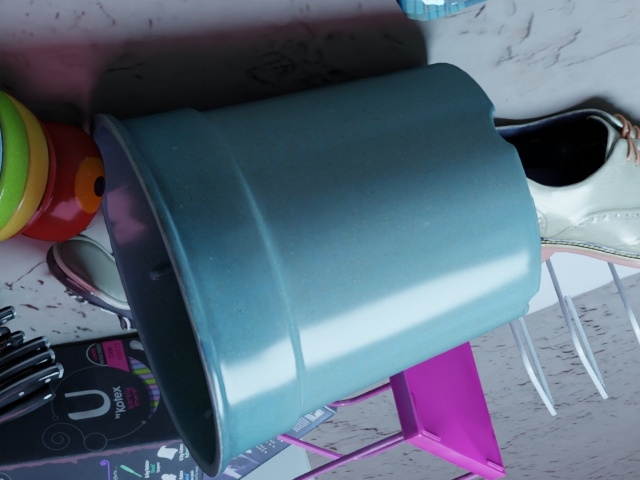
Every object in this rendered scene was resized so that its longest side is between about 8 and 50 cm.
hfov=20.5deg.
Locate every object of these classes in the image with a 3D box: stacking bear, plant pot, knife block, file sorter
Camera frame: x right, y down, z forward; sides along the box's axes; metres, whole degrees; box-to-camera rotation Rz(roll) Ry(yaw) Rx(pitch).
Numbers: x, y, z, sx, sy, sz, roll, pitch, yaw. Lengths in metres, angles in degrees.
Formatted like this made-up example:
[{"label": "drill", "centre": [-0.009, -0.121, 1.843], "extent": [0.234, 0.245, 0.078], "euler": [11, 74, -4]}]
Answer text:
[{"label": "stacking bear", "centre": [-0.293, -0.063, 1.505], "extent": [0.164, 0.175, 0.289], "euler": [1, 174, 32]}, {"label": "plant pot", "centre": [0.000, 0.000, 1.623], "extent": [0.334, 0.341, 0.341], "euler": [-19, 153, -15]}, {"label": "knife block", "centre": [-0.402, 0.190, 1.816], "extent": [0.242, 0.276, 0.088], "euler": [12, 152, 9]}, {"label": "file sorter", "centre": [0.042, 0.127, 1.881], "extent": [0.182, 0.291, 0.202], "euler": [-25, 151, 22]}, {"label": "file sorter", "centre": [0.352, 0.067, 2.058], "extent": [0.277, 0.173, 0.193], "euler": [-21, 151, 9]}]

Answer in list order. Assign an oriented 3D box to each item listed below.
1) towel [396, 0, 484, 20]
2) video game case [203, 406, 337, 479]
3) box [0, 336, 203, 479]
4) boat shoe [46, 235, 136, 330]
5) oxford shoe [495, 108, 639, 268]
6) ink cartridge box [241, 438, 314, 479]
[{"label": "towel", "centre": [0.184, -0.321, 1.412], "extent": [0.271, 0.040, 0.370], "euler": [-15, 152, -4]}, {"label": "video game case", "centre": [-0.141, 0.214, 2.125], "extent": [0.196, 0.026, 0.274], "euler": [35, 129, -22]}, {"label": "box", "centre": [-0.275, 0.221, 1.971], "extent": [0.270, 0.165, 0.143], "euler": [-8, 135, -13]}, {"label": "boat shoe", "centre": [-0.229, 0.053, 1.827], "extent": [0.065, 0.075, 0.206], "euler": [-29, 154, 16]}, {"label": "oxford shoe", "centre": [0.316, -0.062, 1.850], "extent": [0.397, 0.140, 0.146], "euler": [-7, 143, -22]}, {"label": "ink cartridge box", "centre": [-0.134, 0.368, 2.399], "extent": [0.197, 0.114, 0.273], "euler": [-6, 150, -18]}]
